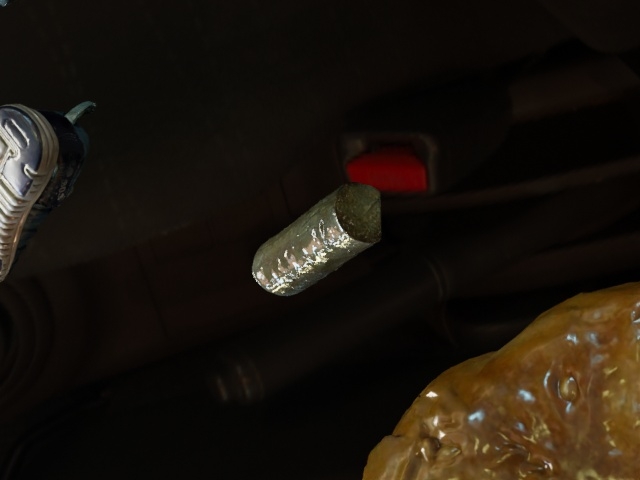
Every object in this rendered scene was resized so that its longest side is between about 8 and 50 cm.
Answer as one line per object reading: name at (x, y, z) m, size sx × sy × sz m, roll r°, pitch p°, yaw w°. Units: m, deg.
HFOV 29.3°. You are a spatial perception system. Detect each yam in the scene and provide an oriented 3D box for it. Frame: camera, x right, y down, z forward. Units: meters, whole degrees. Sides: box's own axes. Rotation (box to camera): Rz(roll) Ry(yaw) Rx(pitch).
yam at (0.000, 0.000, 1.209) m, size 0.068 × 0.068 × 0.169 m, roll 36°, pitch 144°, yaw -15°

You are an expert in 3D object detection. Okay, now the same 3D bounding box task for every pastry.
pastry at (0.185, 0.169, 0.770) m, size 0.311 × 0.162 × 0.255 m, roll -26°, pitch 68°, yaw 8°

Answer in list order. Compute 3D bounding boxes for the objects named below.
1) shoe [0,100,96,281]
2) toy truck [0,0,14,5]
shoe at (-0.267, -0.041, 1.095) m, size 0.091 × 0.106 × 0.207 m, roll 47°, pitch 124°, yaw 15°
toy truck at (-0.126, -0.183, 0.528) m, size 0.136 × 0.305 × 0.162 m, roll 46°, pitch 137°, yaw -10°
